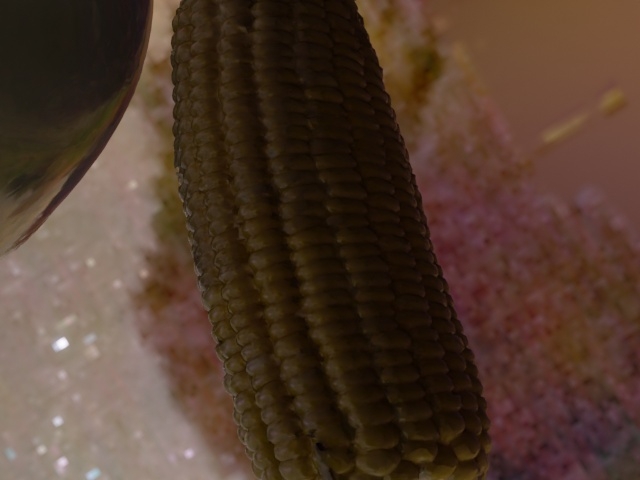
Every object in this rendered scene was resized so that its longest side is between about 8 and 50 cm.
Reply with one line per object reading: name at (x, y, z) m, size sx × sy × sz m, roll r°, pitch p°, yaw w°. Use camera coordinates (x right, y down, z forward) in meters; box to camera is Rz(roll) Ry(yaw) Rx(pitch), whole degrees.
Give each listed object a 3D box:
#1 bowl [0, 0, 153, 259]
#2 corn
bowl at (-0.163, -0.137, 0.709) m, size 0.289 × 0.146 × 0.289 m, roll 32°, pitch -136°, yaw -37°
corn at (0.000, 0.000, 0.514) m, size 0.085 × 0.063 × 0.165 m, roll 2°, pitch -115°, yaw -34°
